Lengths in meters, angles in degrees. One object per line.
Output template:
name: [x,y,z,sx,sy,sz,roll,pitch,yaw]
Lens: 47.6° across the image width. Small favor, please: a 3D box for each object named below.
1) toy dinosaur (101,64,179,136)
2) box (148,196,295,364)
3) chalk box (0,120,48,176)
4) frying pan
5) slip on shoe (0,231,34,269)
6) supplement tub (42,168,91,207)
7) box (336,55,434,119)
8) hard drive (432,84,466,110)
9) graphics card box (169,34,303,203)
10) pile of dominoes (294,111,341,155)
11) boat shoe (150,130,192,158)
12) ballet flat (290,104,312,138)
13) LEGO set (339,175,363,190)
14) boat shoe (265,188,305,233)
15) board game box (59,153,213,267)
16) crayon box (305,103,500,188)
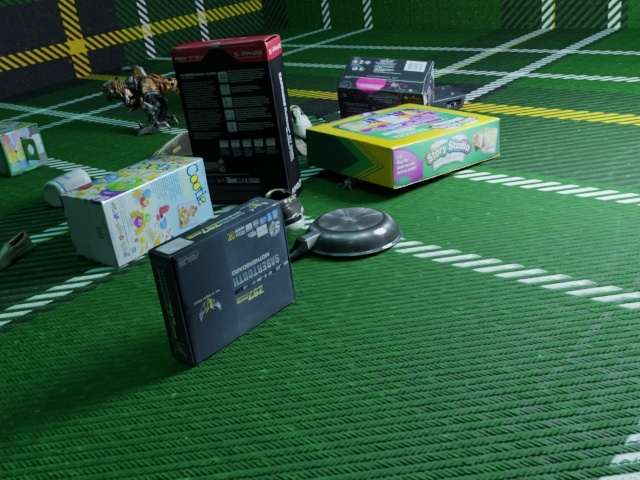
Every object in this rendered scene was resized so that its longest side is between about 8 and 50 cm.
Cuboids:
toy dinosaur: [-0.566,-0.472,2.402,0.322,0.218,0.164,9,28,33]
box: [-0.144,0.057,1.130,0.059,0.183,0.232,14,31,39]
chalk box: [-0.917,-0.275,2.171,0.213,0.132,0.132,10,29,37]
frying pan: [-0.002,-0.011,1.418,0.326,0.053,0.197,-7,22,-6]
slip on shoe: [-0.663,0.025,1.531,0.051,0.041,0.135,5,27,27]
supplement tub: [-0.645,-0.134,1.849,0.071,0.071,0.107,4,27,25]
box: [0.189,-0.417,2.068,0.247,0.142,0.163,8,49,16]
hard drive: [0.300,-0.419,2.226,0.254,0.054,0.172,-12,24,-7]
graphics card box: [-0.182,-0.264,1.633,0.232,0.371,0.094,0,25,18]
pile of dominoes: [0.002,-0.300,2.100,0.196,0.040,0.251,-13,33,-13]
boat shoe: [-0.423,-0.264,2.089,0.072,0.068,0.190,-6,21,33]
ballet flat: [-0.062,-0.345,2.093,0.057,0.052,0.168,-14,32,-13]
LEGO set: [0.069,-0.143,1.712,0.054,0.023,0.083,-13,25,-13]
boat shoe: [-0.080,-0.074,1.517,0.081,0.069,0.228,-23,17,-5]
board game box: [-0.382,-0.072,1.542,0.142,0.144,0.275,10,29,36]
crayon box: [0.200,-0.239,1.773,0.363,0.106,0.313,-19,27,-34]
